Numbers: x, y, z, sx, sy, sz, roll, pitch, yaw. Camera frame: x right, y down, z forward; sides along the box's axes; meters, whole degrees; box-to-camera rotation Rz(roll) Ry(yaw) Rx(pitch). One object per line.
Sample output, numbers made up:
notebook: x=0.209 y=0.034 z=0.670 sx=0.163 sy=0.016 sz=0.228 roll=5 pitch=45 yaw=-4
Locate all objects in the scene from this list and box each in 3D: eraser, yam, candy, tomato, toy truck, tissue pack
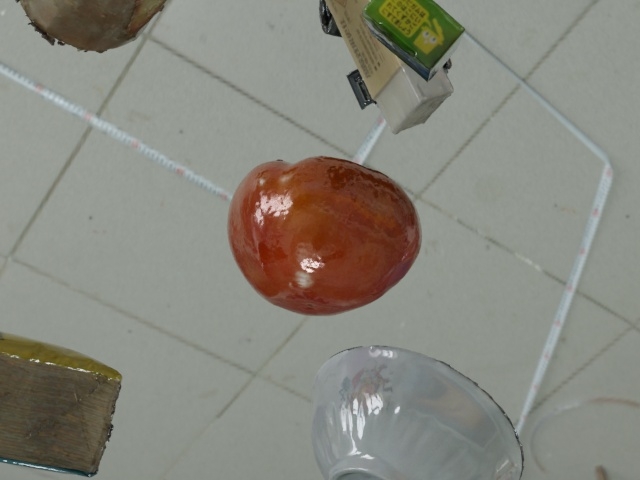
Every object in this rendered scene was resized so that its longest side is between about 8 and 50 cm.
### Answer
eraser: x=0.094 y=-0.353 z=1.494 sx=0.078 sy=0.343 sz=0.144 roll=-21 pitch=172 yaw=-19
yam: x=-0.140 y=-0.255 z=0.710 sx=0.238 sy=0.128 sz=0.129 roll=-35 pitch=89 yaw=45
candy: x=0.104 y=-0.235 z=1.042 sx=0.097 sy=0.194 sz=0.062 roll=40 pitch=98 yaw=0
tomato: x=-0.004 y=-0.001 z=1.180 sx=0.260 sy=0.180 sz=0.260 roll=4 pitch=159 yaw=1
toy truck: x=0.151 y=-0.326 z=1.794 sx=0.192 sy=0.092 sz=0.083 roll=-27 pitch=105 yaw=-5
tissue pack: x=-0.352 y=0.176 z=1.054 sx=0.192 sy=0.134 sz=0.271 roll=19 pitch=167 yaw=-23

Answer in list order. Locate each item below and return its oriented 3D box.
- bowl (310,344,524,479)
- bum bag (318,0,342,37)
bowl: x=0.060 y=0.184 z=0.744 sx=0.189 sy=0.086 sz=0.189 roll=17 pitch=132 yaw=20
bum bag: x=0.048 y=-0.554 z=1.774 sx=0.144 sy=0.095 sz=0.340 roll=-11 pitch=93 yaw=-19
